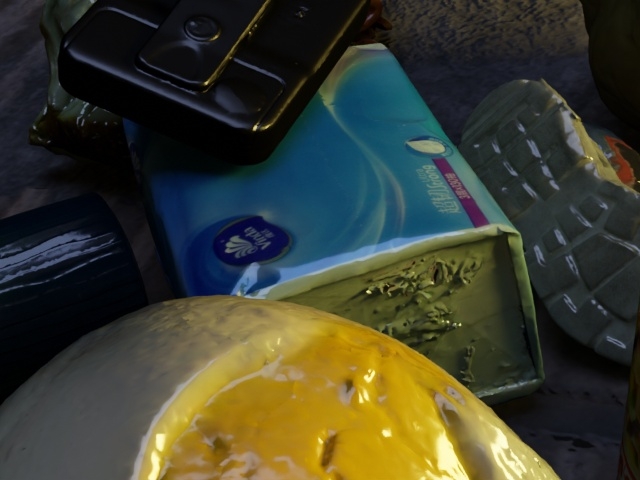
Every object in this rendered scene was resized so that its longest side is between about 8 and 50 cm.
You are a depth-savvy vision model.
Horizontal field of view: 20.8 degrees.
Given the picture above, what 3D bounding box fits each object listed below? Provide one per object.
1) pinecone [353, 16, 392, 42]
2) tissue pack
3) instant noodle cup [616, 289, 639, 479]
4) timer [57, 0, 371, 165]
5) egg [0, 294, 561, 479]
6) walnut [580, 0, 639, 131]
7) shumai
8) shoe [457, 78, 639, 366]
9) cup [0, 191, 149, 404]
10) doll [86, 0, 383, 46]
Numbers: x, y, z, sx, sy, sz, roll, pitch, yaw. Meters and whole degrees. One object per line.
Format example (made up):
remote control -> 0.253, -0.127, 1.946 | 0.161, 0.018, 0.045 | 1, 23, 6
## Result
pinecone -> -0.031, -0.238, 1.416 | 0.208, 0.207, 0.207 | -7, 34, 5
tissue pack -> 0.000, 0.000, 1.089 | 0.198, 0.146, 0.263 | -16, 34, -7
instant noodle cup -> 0.230, 0.085, 0.828 | 0.207, 0.232, 0.207 | -6, 33, 4
timer -> -0.062, -0.136, 1.085 | 0.144, 0.055, 0.187 | 23, 46, 10
egg -> -0.055, 0.129, 0.760 | 0.337, 0.201, 0.337 | -17, -4, -1
walnut -> 0.305, -0.189, 1.186 | 0.253, 0.276, 0.282 | -13, 23, -14
shumai -> -0.156, -0.111, 1.345 | 0.184, 0.184, 0.142 | 26, 77, 41
shoe -> 0.183, -0.001, 1.113 | 0.099, 0.125, 0.227 | -42, 60, 14
cup -> -0.196, 0.031, 1.124 | 0.138, 0.113, 0.150 | -20, 37, -17
doll -> -0.053, -0.127, 1.239 | 0.221, 0.143, 0.135 | 7, 30, -36
